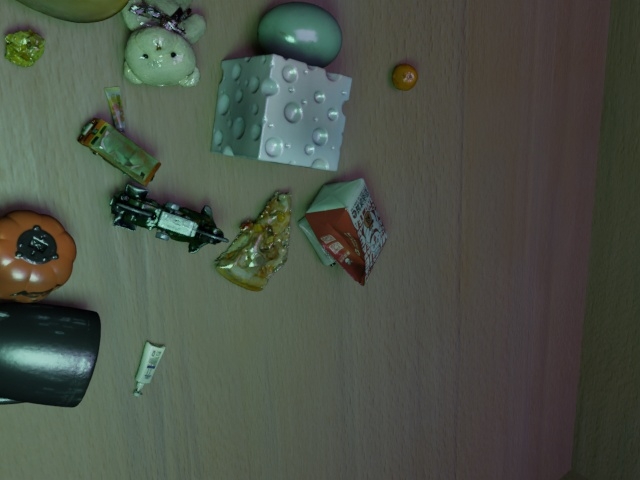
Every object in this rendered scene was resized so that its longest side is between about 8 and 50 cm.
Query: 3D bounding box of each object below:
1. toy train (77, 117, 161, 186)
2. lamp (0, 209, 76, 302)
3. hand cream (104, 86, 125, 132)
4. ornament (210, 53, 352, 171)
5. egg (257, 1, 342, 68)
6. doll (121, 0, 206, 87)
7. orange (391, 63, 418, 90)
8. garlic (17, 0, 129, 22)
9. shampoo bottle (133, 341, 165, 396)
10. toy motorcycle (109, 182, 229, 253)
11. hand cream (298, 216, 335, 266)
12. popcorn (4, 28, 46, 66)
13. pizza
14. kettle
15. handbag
[{"bbox_3d":[-0.439,-0.193,1.231,0.188,0.099,0.072,39,75,-37],"label":"toy train"},{"bbox_3d":[-0.600,0.034,1.120,0.188,0.164,0.187,18,63,-39],"label":"lamp"},{"bbox_3d":[-0.458,-0.292,1.244,0.035,0.022,0.102,-14,105,-30],"label":"hand cream"},{"bbox_3d":[-0.102,-0.312,1.381,0.240,0.239,0.239,3,100,-39],"label":"ornament"},{"bbox_3d":[-0.052,-0.519,1.416,0.231,0.168,0.167,-4,103,-32],"label":"egg"},{"bbox_3d":[-0.346,-0.484,1.221,0.175,0.149,0.277,2,86,-6],"label":"doll"},{"bbox_3d":[0.262,-0.509,1.727,0.084,0.084,0.083,-10,107,-37],"label":"orange"},{"bbox_3d":[-0.524,-0.528,1.028,0.339,0.196,0.151,9,80,-37],"label":"garlic"},{"bbox_3d":[-0.440,0.326,1.398,0.049,0.034,0.141,24,86,-47],"label":"shampoo bottle"},{"bbox_3d":[-0.354,-0.049,1.304,0.275,0.187,0.124,20,89,-21],"label":"toy motorcycle"},{"bbox_3d":[0.000,0.000,1.663,0.087,0.054,0.186,-41,116,-31],"label":"hand cream"},{"bbox_3d":[-0.584,-0.379,1.099,0.083,0.068,0.059,-40,81,3],"label":"popcorn"},{"bbox_3d":[-0.150,0.003,1.527,0.189,0.071,0.296,46,71,-35],"label":"pizza"},{"bbox_3d":[-0.638,0.246,1.134,0.290,0.207,0.268,16,118,-34],"label":"kettle"},{"bbox_3d":[0.089,-0.017,1.638,0.298,0.151,0.171,65,36,-30],"label":"handbag"}]
